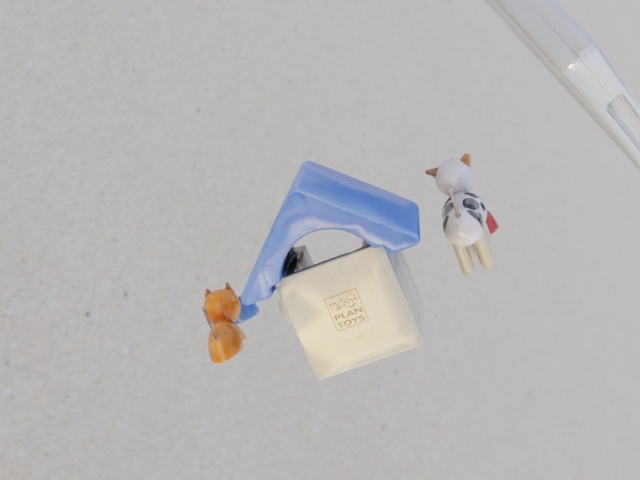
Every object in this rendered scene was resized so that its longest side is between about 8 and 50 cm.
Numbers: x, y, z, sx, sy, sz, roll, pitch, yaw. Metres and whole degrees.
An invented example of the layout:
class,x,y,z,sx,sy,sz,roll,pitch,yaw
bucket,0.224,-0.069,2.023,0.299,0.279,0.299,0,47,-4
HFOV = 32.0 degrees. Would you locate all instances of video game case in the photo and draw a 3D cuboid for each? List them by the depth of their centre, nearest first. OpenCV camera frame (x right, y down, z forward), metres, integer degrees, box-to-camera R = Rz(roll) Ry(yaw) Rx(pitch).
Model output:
class,x,y,z,sx,sy,sz,roll,pitch,yaw
video game case,0.115,-0.130,0.630,0.193,0.023,0.212,29,23,-55

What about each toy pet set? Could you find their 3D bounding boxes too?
class,x,y,z,sx,sy,sz,roll,pitch,yaw
toy pet set,0.000,0.000,0.409,0.114,0.122,0.065,-73,141,-73
